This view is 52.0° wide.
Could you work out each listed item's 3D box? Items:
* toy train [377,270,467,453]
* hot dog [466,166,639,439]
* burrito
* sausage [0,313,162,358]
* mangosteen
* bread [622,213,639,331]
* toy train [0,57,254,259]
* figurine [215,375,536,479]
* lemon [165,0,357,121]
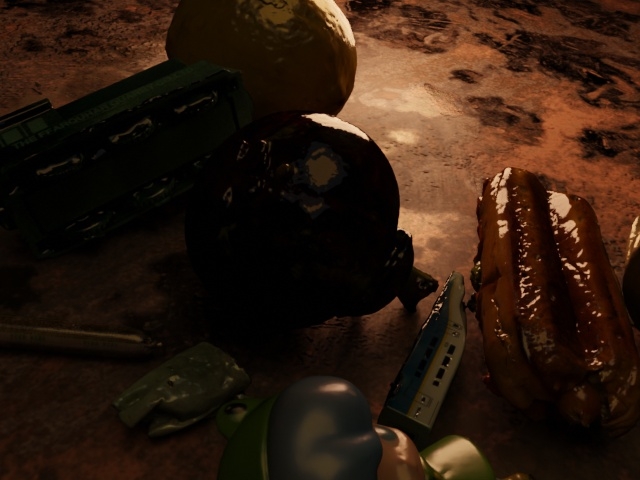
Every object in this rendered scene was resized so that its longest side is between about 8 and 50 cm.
[{"bbox_3d":[0.122,0.110,0.671,0.051,0.052,0.234,24,40,15],"label":"toy train"},{"bbox_3d":[0.235,0.055,0.707,0.158,0.117,0.349,22,39,-9],"label":"hot dog"},{"bbox_3d":[-0.127,0.140,0.600,0.118,0.044,0.074,-22,51,-37],"label":"burrito"},{"bbox_3d":[-0.289,0.090,0.641,0.269,0.033,0.033,6,38,-2],"label":"sausage"},{"bbox_3d":[0.000,0.000,0.694,0.289,0.231,0.231,37,25,-32],"label":"mangosteen"},{"bbox_3d":[0.506,0.052,0.641,0.388,0.236,0.183,18,40,24],"label":"bread"},{"bbox_3d":[-0.245,-0.122,0.794,0.330,0.138,0.178,-31,47,-21],"label":"toy train"},{"bbox_3d":[0.044,0.195,0.494,0.263,0.143,0.162,18,43,-15],"label":"figurine"},{"bbox_3d":[-0.082,-0.270,0.956,0.260,0.261,0.284,-23,32,-33],"label":"lemon"}]
